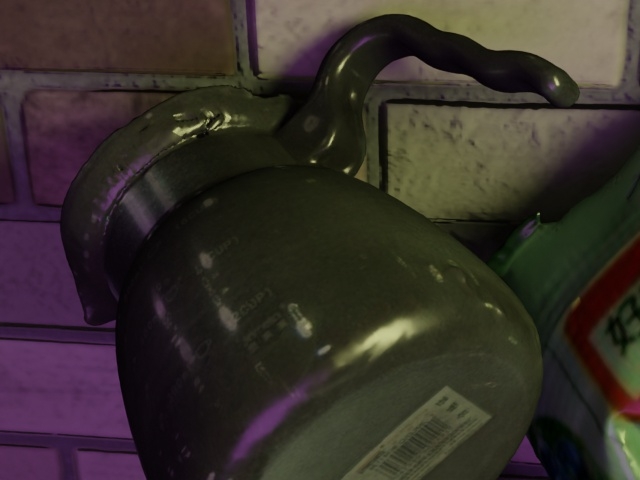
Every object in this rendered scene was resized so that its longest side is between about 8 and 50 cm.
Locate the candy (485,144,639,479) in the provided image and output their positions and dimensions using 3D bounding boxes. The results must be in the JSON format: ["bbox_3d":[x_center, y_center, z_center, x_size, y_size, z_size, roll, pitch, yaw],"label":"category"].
[{"bbox_3d":[0.245,0.035,0.813,0.172,0.263,0.398,10,125,-34],"label":"candy"}]

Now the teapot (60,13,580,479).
[{"bbox_3d":[-0.020,0.004,0.833,0.223,0.285,0.305,-1,128,-38],"label":"teapot"}]
